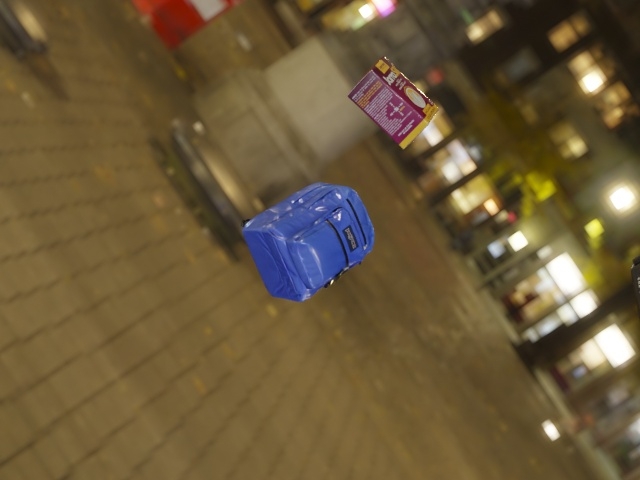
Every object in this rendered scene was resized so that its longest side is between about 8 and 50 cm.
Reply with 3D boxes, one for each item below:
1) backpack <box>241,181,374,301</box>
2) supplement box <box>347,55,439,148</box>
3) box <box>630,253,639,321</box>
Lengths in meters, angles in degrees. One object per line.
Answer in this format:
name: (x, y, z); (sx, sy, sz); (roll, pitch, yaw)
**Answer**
backpack: (0.000, 0.000, 1.796); (0.101, 0.120, 0.098); (11, -53, 49)
supplement box: (0.077, -0.145, 1.814); (0.083, 0.043, 0.055); (43, 28, -4)
box: (0.427, 0.160, 1.628); (0.318, 0.097, 0.395); (137, -50, -66)
